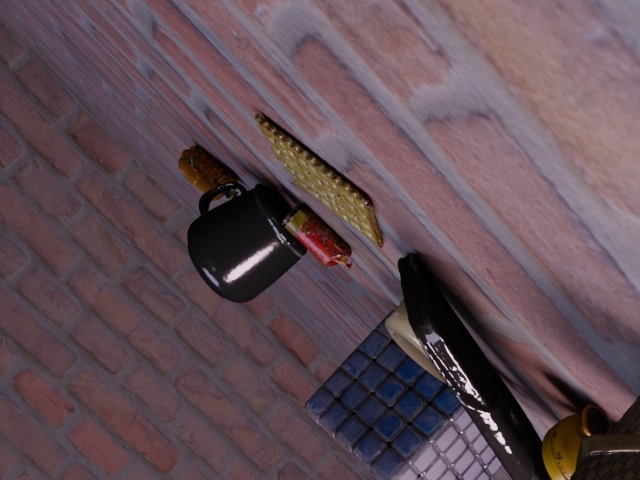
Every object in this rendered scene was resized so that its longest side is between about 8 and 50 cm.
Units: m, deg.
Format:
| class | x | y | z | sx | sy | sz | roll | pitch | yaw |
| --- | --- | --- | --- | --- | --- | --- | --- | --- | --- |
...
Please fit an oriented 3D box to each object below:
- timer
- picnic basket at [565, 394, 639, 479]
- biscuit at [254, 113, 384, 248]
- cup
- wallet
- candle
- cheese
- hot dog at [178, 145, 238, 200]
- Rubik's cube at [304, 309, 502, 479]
| class | x | y | z | sx | sy | sz | roll | pitch | yaw |
| --- | --- | --- | --- | --- | --- | --- | --- | --- | --- |
| timer | 0.295 | 0.251 | 0.811 | 0.107 | 0.107 | 0.109 | 43 | 129 | 11 |
| picnic basket | 0.319 | 0.233 | 0.547 | 0.266 | 0.139 | 0.165 | 38 | 168 | 34 |
| biscuit | 0.002 | -0.073 | 0.941 | 0.203 | 0.016 | 0.144 | 39 | 169 | 26 |
| cup | -0.134 | -0.017 | 1.253 | 0.169 | 0.176 | 0.223 | 35 | -156 | -58 |
| wallet | 0.202 | 0.189 | 0.881 | 0.378 | 0.051 | 0.197 | 54 | -168 | -16 |
| candle | 0.000 | 0.000 | 1.152 | 0.130 | 0.052 | 0.052 | 43 | 170 | 6 |
| cheese | 0.193 | 0.175 | 1.055 | 0.227 | 0.064 | 0.137 | 40 | 170 | 18 |
| hot dog | -0.232 | -0.138 | 1.484 | 0.188 | 0.072 | 0.055 | 37 | 146 | 38 |
| Rubik's cube | 0.158 | 0.304 | 1.216 | 0.237 | 0.237 | 0.238 | 36 | 166 | 46 |
